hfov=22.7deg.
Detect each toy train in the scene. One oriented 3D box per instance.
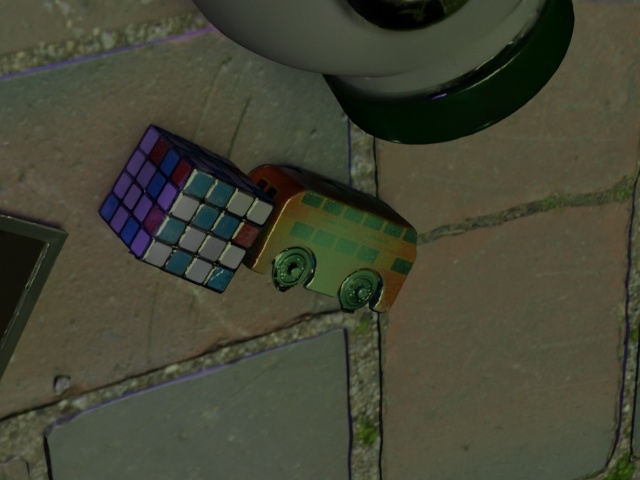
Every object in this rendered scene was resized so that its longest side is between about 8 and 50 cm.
[{"bbox_3d":[0.000,0.000,1.416,0.188,0.072,0.099,20,105,-38],"label":"toy train"}]

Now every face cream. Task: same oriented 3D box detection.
[{"bbox_3d":[0.039,-0.261,1.186,0.312,0.219,0.357,-29,135,6],"label":"face cream"}]

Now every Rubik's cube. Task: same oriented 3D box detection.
[{"bbox_3d":[-0.111,-0.026,1.320,0.092,0.092,0.092,24,102,-38],"label":"Rubik's cube"}]

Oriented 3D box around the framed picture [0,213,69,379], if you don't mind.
[{"bbox_3d":[-0.349,0.047,1.268,0.252,0.014,0.197,17,107,-36],"label":"framed picture"}]
